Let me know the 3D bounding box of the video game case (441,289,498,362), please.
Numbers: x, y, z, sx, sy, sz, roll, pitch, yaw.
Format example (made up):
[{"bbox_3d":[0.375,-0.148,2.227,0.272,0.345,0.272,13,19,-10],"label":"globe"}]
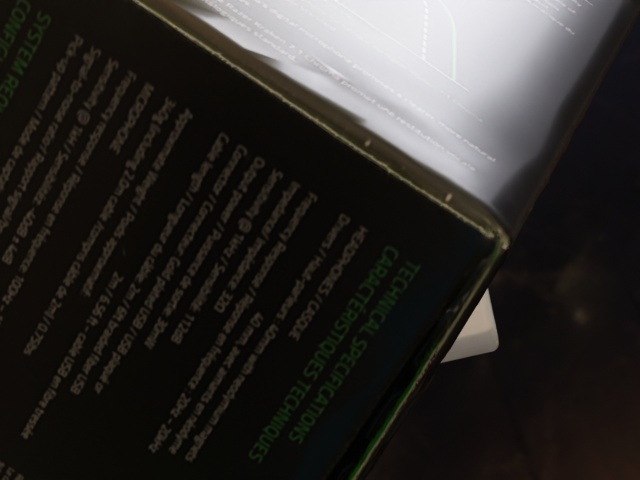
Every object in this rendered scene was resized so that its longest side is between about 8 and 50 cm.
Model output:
[{"bbox_3d":[0.000,0.000,1.292,0.206,0.026,0.227,-13,-130,7],"label":"video game case"}]

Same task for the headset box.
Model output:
[{"bbox_3d":[-0.038,0.004,0.486,0.246,0.131,0.283,-57,178,27],"label":"headset box"}]
